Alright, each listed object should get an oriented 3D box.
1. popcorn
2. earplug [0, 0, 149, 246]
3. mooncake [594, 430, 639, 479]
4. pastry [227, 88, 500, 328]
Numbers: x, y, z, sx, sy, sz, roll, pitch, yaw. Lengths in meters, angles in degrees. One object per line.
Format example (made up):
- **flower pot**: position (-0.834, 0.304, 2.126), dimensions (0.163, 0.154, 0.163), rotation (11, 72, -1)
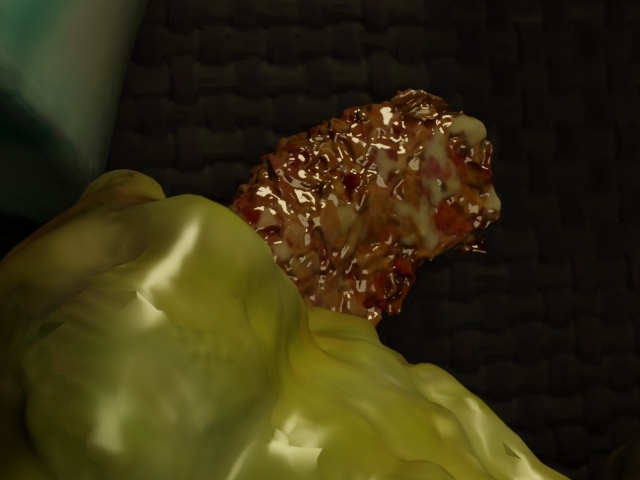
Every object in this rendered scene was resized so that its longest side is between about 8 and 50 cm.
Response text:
- **popcorn**: position (-0.055, 0.136, 0.666), dimensions (0.312, 0.312, 0.312), rotation (3, 82, -21)
- **earplug**: position (-0.105, -0.180, 0.759), dimensions (0.185, 0.185, 0.324), rotation (32, 66, -15)
- **mooncake**: position (0.231, 0.177, 0.774), dimensions (0.290, 0.290, 0.161), rotation (25, 68, -17)
- **pastry**: position (-0.001, -0.002, 0.826), dimensions (0.169, 0.063, 0.087), rotation (-35, 105, -26)
